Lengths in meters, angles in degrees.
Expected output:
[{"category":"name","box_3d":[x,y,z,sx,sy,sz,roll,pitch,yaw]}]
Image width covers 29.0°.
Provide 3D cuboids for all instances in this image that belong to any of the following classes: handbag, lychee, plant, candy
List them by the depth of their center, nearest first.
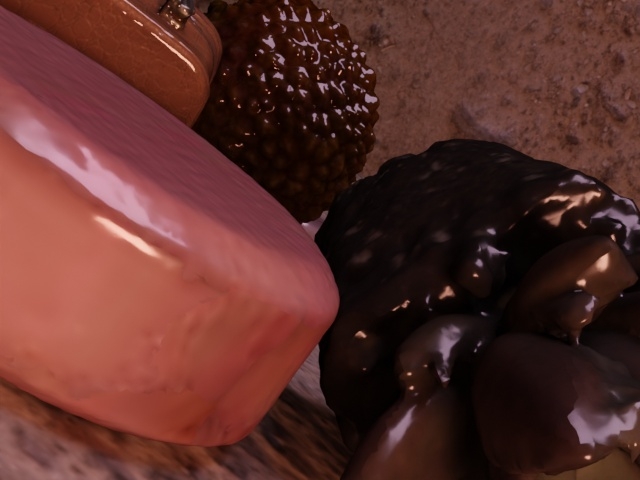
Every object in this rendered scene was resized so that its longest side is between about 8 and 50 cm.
[{"category":"candy","box_3d":[-0.112,-0.018,0.537,0.255,0.094,0.255,36,8,-6]},{"category":"plant","box_3d":[0.104,0.065,0.571,0.181,0.194,0.321,53,5,-27]},{"category":"handbag","box_3d":[-0.155,-0.111,0.684,0.193,0.151,0.072,34,25,-14]},{"category":"lychee","box_3d":[-0.053,-0.119,1.048,0.200,0.200,0.238,26,35,-56]}]

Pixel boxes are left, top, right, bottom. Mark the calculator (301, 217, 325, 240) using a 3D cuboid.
[{"category":"calculator","box_3d":[0.000,0.000,1.201,0.175,0.032,0.100,31,9,-42]}]
